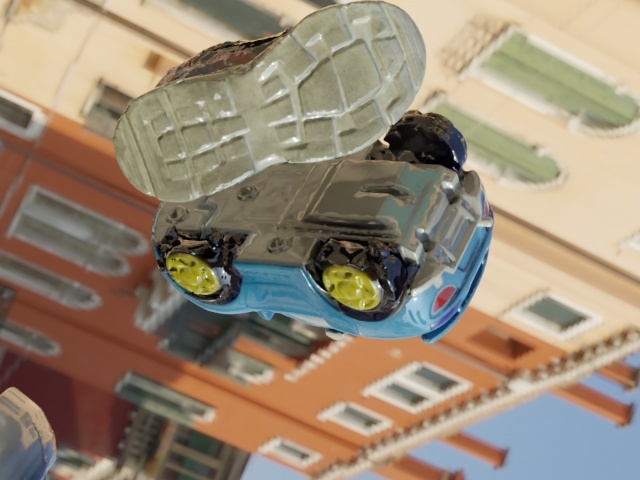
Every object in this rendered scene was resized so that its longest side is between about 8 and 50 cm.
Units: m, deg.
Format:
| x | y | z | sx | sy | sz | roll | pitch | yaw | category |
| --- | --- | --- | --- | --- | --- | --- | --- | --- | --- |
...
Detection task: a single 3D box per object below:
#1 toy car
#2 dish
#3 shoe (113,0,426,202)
| x | y | z | sx | sy | sz | roll | pitch | yaw | category |
| --- | --- | --- | --- | --- | --- | --- | --- | --- | --- |
| 0.000 | 0.000 | 1.205 | 0.314 | 0.166 | 0.198 | 3 | -135 | 29 | toy car |
| -0.283 | 0.274 | 1.158 | 0.273 | 0.134 | 0.273 | -60 | -177 | 5 | dish |
| -0.035 | -0.102 | 0.965 | 0.227 | 0.099 | 0.125 | -20 | -168 | 1 | shoe |
